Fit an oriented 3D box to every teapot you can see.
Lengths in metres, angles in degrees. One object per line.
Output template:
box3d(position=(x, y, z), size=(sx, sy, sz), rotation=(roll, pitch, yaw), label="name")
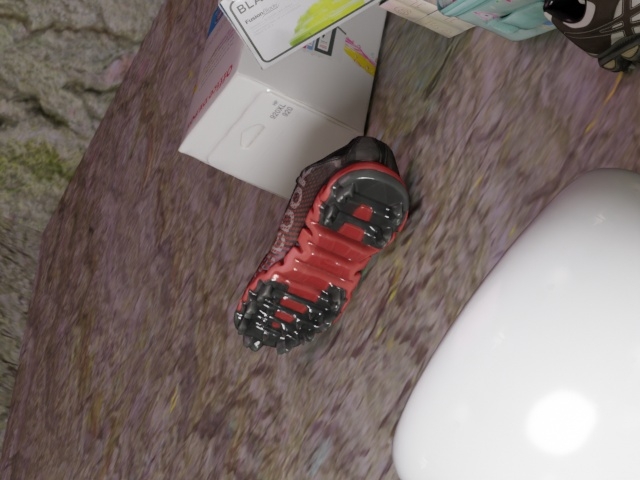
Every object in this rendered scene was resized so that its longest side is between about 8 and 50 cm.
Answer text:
box3d(position=(0.173, 0.099, 1.122), size=(0.252, 0.187, 0.256), rotation=(-51, -14, -11), label="teapot")

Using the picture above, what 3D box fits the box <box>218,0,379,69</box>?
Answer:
box3d(position=(-0.026, -0.297, 2.032), size=(0.169, 0.087, 0.290), rotation=(-30, 23, 6), label="box")

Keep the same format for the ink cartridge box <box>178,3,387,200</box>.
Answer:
box3d(position=(-0.041, -0.198, 2.255), size=(0.171, 0.168, 0.232), rotation=(-47, 25, 49), label="ink cartridge box")

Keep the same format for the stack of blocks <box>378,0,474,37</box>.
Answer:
box3d(position=(0.131, -0.304, 1.985), size=(0.171, 0.087, 0.297), rotation=(-70, 16, -9), label="stack of blocks")

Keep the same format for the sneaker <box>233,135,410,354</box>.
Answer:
box3d(position=(0.001, 0.000, 1.975), size=(0.276, 0.098, 0.135), rotation=(-54, 20, 34), label="sneaker")

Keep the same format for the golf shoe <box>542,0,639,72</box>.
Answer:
box3d(position=(0.242, -0.197, 1.455), size=(0.198, 0.094, 0.077), rotation=(-45, 26, 51), label="golf shoe")

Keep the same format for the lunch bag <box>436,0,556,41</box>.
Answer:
box3d(position=(0.205, -0.290, 1.678), size=(0.224, 0.108, 0.279), rotation=(-70, 16, -12), label="lunch bag")
